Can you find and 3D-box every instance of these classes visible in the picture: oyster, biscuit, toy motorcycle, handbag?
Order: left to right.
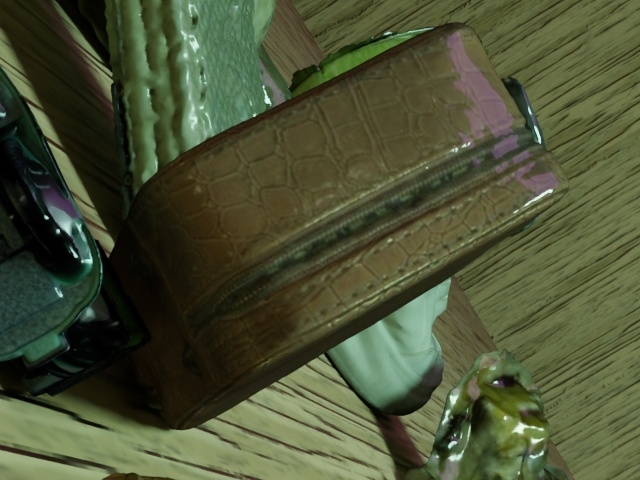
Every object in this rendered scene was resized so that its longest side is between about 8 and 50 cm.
[{"bbox_3d":[-0.114,-0.035,0.467,0.173,0.058,0.100,60,-1,3],"label":"toy motorcycle"},{"bbox_3d":[-0.062,-0.102,0.779,0.150,0.052,0.252,30,52,-76],"label":"biscuit"},{"bbox_3d":[0.000,0.000,0.558,0.072,0.151,0.193,58,-20,7],"label":"handbag"},{"bbox_3d":[0.152,0.219,1.001,0.238,0.115,0.351,57,7,-12],"label":"oyster"}]

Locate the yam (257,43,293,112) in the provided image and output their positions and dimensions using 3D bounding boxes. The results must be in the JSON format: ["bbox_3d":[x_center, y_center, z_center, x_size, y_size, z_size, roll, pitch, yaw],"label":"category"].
[{"bbox_3d":[-0.070,-0.128,1.176,0.169,0.068,0.068,61,6,-15],"label":"yam"}]

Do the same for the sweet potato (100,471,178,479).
[{"bbox_3d":[-0.021,0.117,0.482,0.056,0.056,0.195,63,3,37],"label":"sweet potato"}]

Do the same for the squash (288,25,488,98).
[{"bbox_3d":[0.061,-0.083,1.354,0.220,0.220,0.133,47,23,-59],"label":"squash"}]

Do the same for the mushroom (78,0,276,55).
[{"bbox_3d":[-0.133,-0.244,0.959,0.344,0.130,0.247,58,11,-8],"label":"mushroom"}]

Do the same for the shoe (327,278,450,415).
[{"bbox_3d":[0.045,-0.002,1.057,0.316,0.159,0.124,45,14,-53],"label":"shoe"}]
